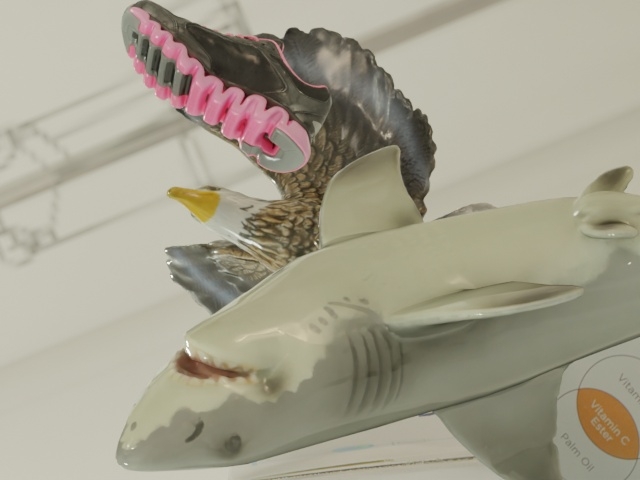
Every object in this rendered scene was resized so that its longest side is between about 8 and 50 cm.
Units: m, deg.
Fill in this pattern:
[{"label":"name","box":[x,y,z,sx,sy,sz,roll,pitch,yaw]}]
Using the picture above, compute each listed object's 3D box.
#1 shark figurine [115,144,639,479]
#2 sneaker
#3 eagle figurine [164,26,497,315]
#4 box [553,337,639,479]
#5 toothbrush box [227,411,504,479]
[{"label":"shark figurine","box":[0.090,0.039,0.642,0.166,0.278,0.116,-70,-28,-61]},{"label":"sneaker","box":[-0.045,-0.087,1.009,0.119,0.057,0.047,37,150,-1]},{"label":"eagle figurine","box":[-0.008,-0.007,1.379,0.225,0.226,0.298,52,-177,-19]},{"label":"box","box":[0.263,0.063,0.916,0.215,0.345,0.168,50,-151,15]},{"label":"toothbrush box","box":[0.037,0.211,0.817,0.216,0.126,0.295,-104,9,-83]}]
